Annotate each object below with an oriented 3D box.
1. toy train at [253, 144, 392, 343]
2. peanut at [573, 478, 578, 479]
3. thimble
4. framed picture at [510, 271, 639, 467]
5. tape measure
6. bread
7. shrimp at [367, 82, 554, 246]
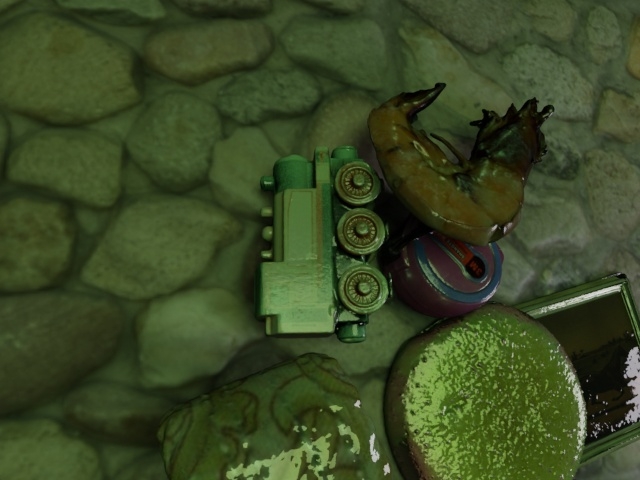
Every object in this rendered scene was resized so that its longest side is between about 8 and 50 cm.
[{"bbox_3d":[0.000,0.000,0.434,0.125,0.080,0.193,0,73,-5],"label":"toy train"},{"bbox_3d":[0.296,0.301,0.479,0.113,0.054,0.054,43,70,-2],"label":"peanut"},{"bbox_3d":[-0.029,0.196,0.356,0.144,0.137,0.190,-21,100,-23],"label":"thimble"},{"bbox_3d":[0.304,0.157,0.532,0.253,0.014,0.197,-12,82,-19],"label":"framed picture"},{"bbox_3d":[0.130,0.017,0.476,0.118,0.074,0.125,47,64,2],"label":"tape measure"},{"bbox_3d":[0.176,0.176,0.466,0.229,0.033,0.228,2,80,-9],"label":"bread"},{"bbox_3d":[0.144,-0.104,0.484,0.178,0.075,0.289,35,54,6],"label":"shrimp"}]
